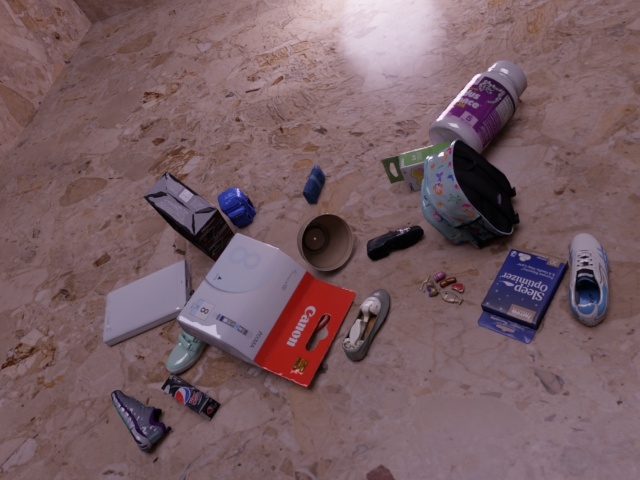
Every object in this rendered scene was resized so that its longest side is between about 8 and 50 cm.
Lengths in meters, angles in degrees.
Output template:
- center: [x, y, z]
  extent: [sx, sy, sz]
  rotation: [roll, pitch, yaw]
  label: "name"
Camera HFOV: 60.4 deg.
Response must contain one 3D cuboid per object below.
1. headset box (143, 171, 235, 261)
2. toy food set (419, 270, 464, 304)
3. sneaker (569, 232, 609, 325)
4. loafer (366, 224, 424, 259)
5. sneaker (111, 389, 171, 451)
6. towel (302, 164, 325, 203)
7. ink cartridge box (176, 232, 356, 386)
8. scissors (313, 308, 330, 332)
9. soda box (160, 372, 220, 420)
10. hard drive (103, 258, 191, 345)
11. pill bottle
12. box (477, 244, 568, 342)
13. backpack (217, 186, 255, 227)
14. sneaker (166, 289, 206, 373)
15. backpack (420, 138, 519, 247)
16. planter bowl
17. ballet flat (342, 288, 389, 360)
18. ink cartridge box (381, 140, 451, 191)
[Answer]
- center: [-0.395, -0.059, 1.736]
  extent: [0.218, 0.293, 0.110]
  rotation: [36, 77, 16]
  label: "headset box"
- center: [0.315, 0.115, 1.411]
  extent: [0.122, 0.019, 0.078]
  rotation: [14, 63, 35]
  label: "toy food set"
- center: [0.606, 0.074, 1.245]
  extent: [0.085, 0.086, 0.237]
  rotation: [-5, 51, 27]
  label: "sneaker"
- center: [0.205, -0.007, 1.541]
  extent: [0.169, 0.062, 0.061]
  rotation: [-21, 43, 10]
  label: "loafer"
- center: [-0.499, 0.483, 1.533]
  extent: [0.098, 0.083, 0.223]
  rotation: [-30, 47, -26]
  label: "sneaker"
- center: [-0.019, -0.182, 1.790]
  extent: [0.029, 0.067, 0.120]
  rotation: [2, 56, 31]
  label: "towel"
- center: [-0.140, 0.174, 1.475]
  extent: [0.384, 0.091, 0.308]
  rotation: [19, 58, 20]
  label: "ink cartridge box"
- center: [-0.110, 0.263, 1.519]
  extent: [0.297, 0.021, 0.109]
  rotation: [-34, 49, -2]
  label: "scissors"
- center: [-0.354, 0.423, 1.497]
  extent: [0.168, 0.060, 0.053]
  rotation: [17, 65, 36]
  label: "soda box"
- center: [-0.565, 0.200, 1.800]
  extent: [0.307, 0.040, 0.203]
  rotation: [-23, 47, 9]
  label: "hard drive"
- center: [0.471, -0.384, 1.620]
  extent: [0.169, 0.169, 0.302]
  rotation: [29, 72, 40]
  label: "pill bottle"
- center: [0.479, 0.123, 1.309]
  extent: [0.136, 0.036, 0.225]
  rotation: [19, 67, 37]
  label: "box"
- center: [-0.279, -0.113, 1.838]
  extent: [0.097, 0.120, 0.101]
  rotation: [-31, 46, 2]
  label: "backpack"
- center: [-0.383, 0.253, 1.584]
  extent: [0.094, 0.151, 0.256]
  rotation: [26, 71, 38]
  label: "sneaker"
- center: [0.366, -0.125, 1.418]
  extent: [0.191, 0.253, 0.225]
  rotation: [-22, 45, 38]
  label: "backpack"
- center: [0.000, 0.000, 1.594]
  extent: [0.162, 0.162, 0.109]
  rotation: [-46, 20, -12]
  label: "planter bowl"
- center: [0.119, 0.204, 1.412]
  extent: [0.072, 0.068, 0.213]
  rotation: [10, 60, 33]
  label: "ballet flat"
- center: [0.293, -0.208, 1.617]
  extent: [0.209, 0.109, 0.062]
  rotation: [-12, 49, 19]
  label: "ink cartridge box"
